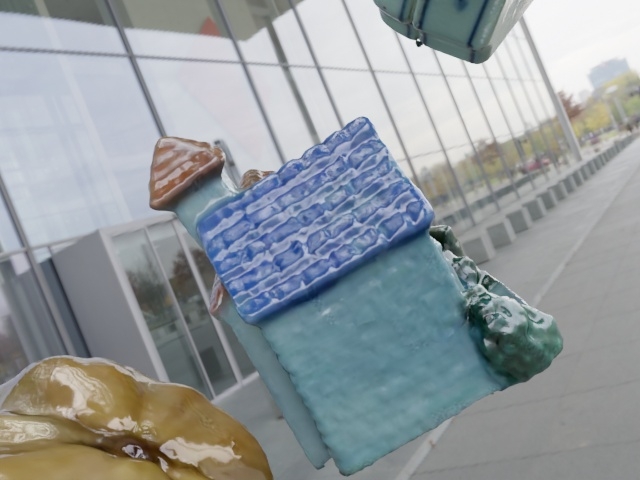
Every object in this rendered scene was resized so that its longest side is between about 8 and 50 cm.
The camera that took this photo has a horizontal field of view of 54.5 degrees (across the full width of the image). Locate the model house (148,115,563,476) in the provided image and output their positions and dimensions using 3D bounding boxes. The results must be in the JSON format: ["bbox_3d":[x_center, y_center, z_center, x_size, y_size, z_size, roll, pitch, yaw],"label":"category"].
[{"bbox_3d":[0.000,0.000,0.603,0.252,0.329,0.295,-36,14,4],"label":"model house"}]

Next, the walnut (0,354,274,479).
[{"bbox_3d":[-0.170,0.254,0.382,0.306,0.343,0.306,17,14,-5],"label":"walnut"}]

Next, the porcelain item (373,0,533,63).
[{"bbox_3d":[0.179,-0.358,0.645,0.281,0.157,0.285,-53,-15,-33],"label":"porcelain item"}]
